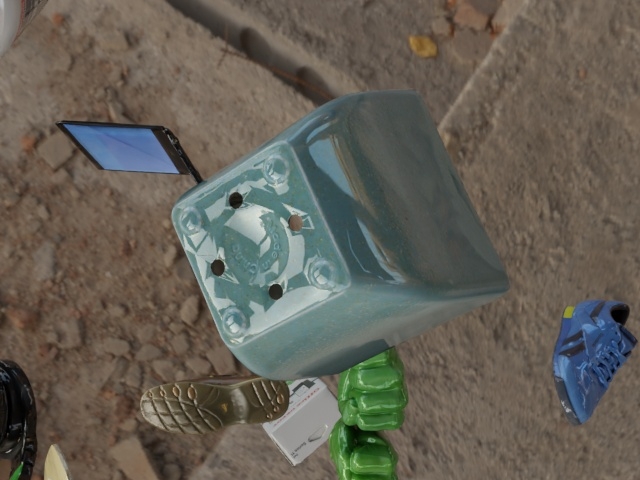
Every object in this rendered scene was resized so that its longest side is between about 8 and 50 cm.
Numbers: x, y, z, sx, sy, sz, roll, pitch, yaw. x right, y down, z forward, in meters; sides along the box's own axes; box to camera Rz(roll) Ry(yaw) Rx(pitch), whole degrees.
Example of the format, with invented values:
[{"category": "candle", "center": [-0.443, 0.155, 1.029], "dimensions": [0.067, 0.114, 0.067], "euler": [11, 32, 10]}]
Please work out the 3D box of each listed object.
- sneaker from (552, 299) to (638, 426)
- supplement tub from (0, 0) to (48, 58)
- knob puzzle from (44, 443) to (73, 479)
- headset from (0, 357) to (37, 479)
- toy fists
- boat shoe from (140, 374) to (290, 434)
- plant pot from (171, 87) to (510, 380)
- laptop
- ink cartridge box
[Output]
[{"category": "sneaker", "center": [0.324, 0.134, 1.084], "dimensions": [0.082, 0.069, 0.209], "euler": [-15, 23, 29]}, {"category": "supplement tub", "center": [-0.434, -0.329, 1.129], "dimensions": [0.191, 0.191, 0.272], "euler": [-12, 30, 6]}, {"category": "knob puzzle", "center": [-0.457, 0.462, 1.664], "dimensions": [0.030, 0.213, 0.213], "euler": [-7, 60, -32]}, {"category": "headset", "center": [-0.462, 0.178, 1.138], "dimensions": [0.185, 0.243, 0.394], "euler": [-51, 35, 31]}, {"category": "toy fists", "center": [0.064, 0.258, 1.319], "dimensions": [0.096, 0.279, 0.142], "euler": [0, 20, -17]}, {"category": "boat shoe", "center": [-0.123, 0.192, 1.104], "dimensions": [0.178, 0.060, 0.064], "euler": [-5, 92, 3]}, {"category": "plant pot", "center": [0.000, 0.000, 0.921], "dimensions": [0.247, 0.252, 0.248], "euler": [-29, 80, 25]}, {"category": "laptop", "center": [-0.241, -0.069, 1.377], "dimensions": [0.136, 0.234, 0.264], "euler": [-32, 79, -4]}, {"category": "ink cartridge box", "center": [-0.041, 0.350, 1.868], "dimensions": [0.153, 0.208, 0.087], "euler": [-39, 101, -9]}]
